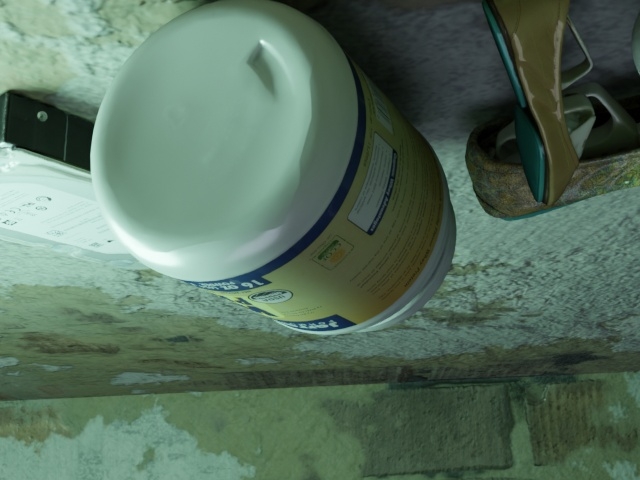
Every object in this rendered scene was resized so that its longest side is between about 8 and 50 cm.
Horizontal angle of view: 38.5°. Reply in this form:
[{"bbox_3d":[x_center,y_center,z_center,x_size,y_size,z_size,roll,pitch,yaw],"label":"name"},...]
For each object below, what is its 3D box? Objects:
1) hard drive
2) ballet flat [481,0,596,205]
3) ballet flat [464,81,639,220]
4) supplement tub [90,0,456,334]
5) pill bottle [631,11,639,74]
[{"bbox_3d":[-0.264,-0.046,1.023,0.237,0.064,0.339,-17,157,37],"label":"hard drive"},{"bbox_3d":[0.195,-0.118,0.765,0.073,0.080,0.232,-20,136,7],"label":"ballet flat"},{"bbox_3d":[0.299,-0.108,0.858,0.349,0.123,0.123,-15,157,27],"label":"ballet flat"},{"bbox_3d":[-0.020,-0.043,0.806,0.228,0.228,0.316,-11,159,24],"label":"supplement tub"},{"bbox_3d":[0.311,-0.159,0.617,0.121,0.121,0.221,1,176,-10],"label":"pill bottle"}]
